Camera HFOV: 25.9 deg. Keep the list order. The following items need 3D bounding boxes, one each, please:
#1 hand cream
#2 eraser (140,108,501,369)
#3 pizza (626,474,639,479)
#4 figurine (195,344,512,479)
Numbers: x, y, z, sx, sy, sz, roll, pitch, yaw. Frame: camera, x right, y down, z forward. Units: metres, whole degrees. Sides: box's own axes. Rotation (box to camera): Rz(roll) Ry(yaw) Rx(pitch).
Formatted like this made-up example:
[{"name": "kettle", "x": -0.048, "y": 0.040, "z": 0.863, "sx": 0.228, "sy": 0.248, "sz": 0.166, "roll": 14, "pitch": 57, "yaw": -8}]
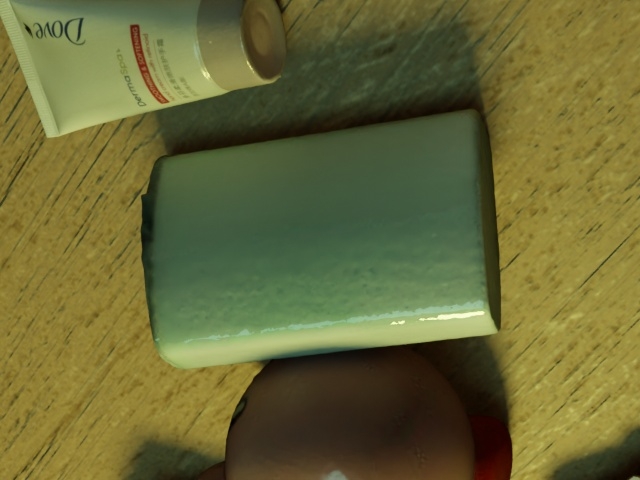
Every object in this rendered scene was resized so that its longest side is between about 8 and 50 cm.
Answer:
[{"name": "hand cream", "x": -0.155, "y": -0.161, "z": 1.170, "sx": 0.247, "sy": 0.083, "sz": 0.133, "roll": -7, "pitch": 115, "yaw": 26}, {"name": "eraser", "x": 0.000, "y": 0.000, "z": 1.165, "sx": 0.289, "sy": 0.189, "sz": 0.104, "roll": -7, "pitch": 153, "yaw": 15}, {"name": "pizza", "x": 0.303, "y": 0.275, "z": 1.321, "sx": 0.271, "sy": 0.056, "sz": 0.134, "roll": -32, "pitch": 110, "yaw": 26}, {"name": "figurine", "x": 0.042, "y": 0.193, "z": 1.205, "sx": 0.261, "sy": 0.270, "sz": 0.211, "roll": 30, "pitch": 143, "yaw": 6}]
